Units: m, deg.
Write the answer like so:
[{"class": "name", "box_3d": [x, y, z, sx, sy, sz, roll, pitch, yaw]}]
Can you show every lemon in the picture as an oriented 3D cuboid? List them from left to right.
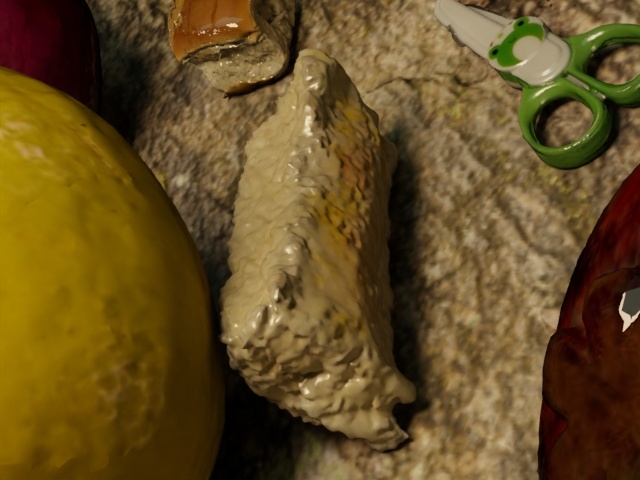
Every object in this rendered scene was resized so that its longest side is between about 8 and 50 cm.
[{"class": "lemon", "box_3d": [-0.216, 0.068, 0.954, 0.348, 0.348, 0.348, -25, 41, 24]}]

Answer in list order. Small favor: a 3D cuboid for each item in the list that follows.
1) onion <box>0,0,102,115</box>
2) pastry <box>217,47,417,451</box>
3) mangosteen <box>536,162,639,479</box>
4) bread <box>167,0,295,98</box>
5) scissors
[{"class": "onion", "box_3d": [-0.336, -0.074, 1.263, 0.347, 0.347, 0.385, 11, 97, 47]}, {"class": "pastry", "box_3d": [-0.003, -0.003, 0.998, 0.089, 0.121, 0.258, -23, 41, 19]}, {"class": "mangosteen", "box_3d": [0.252, 0.078, 0.597, 0.306, 0.359, 0.306, -168, 90, -69]}, {"class": "bread", "box_3d": [-0.063, -0.160, 1.237, 0.070, 0.076, 0.083, -24, 41, 30]}, {"class": "scissors", "box_3d": [0.133, -0.119, 1.057, 0.101, 0.027, 0.204, -44, 39, -1]}]
